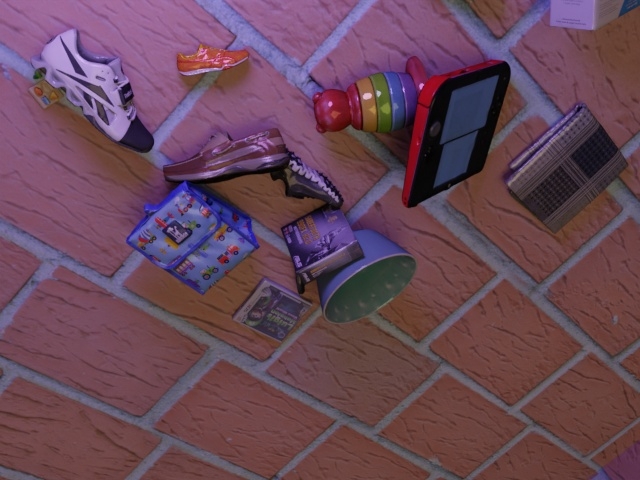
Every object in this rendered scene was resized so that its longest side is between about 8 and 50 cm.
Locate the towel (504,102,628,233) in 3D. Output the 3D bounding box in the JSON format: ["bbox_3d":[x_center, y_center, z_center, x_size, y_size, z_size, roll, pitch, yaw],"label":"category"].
[{"bbox_3d":[0.741,-0.209,1.940,0.324,0.056,0.312,-46,124,12],"label":"towel"}]

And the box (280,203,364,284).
[{"bbox_3d":[0.000,0.000,1.760,0.183,0.231,0.056,-28,125,4],"label":"box"}]

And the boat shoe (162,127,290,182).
[{"bbox_3d":[-0.244,-0.218,1.647,0.324,0.122,0.119,-10,91,1],"label":"boat shoe"}]

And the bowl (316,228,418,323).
[{"bbox_3d":[0.107,0.084,1.844,0.312,0.163,0.311,-24,150,-15],"label":"bowl"}]

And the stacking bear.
[{"bbox_3d":[0.124,-0.348,1.631,0.289,0.164,0.175,-10,123,-3],"label":"stacking bear"}]

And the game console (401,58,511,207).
[{"bbox_3d":[0.359,-0.283,1.665,0.387,0.060,0.341,-26,131,-41],"label":"game console"}]

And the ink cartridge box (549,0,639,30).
[{"bbox_3d":[0.666,-0.690,1.523,0.223,0.129,0.307,-31,128,-27],"label":"ink cartridge box"}]

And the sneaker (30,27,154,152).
[{"bbox_3d":[-0.491,-0.345,1.488,0.146,0.122,0.330,-38,123,12],"label":"sneaker"}]

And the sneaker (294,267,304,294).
[{"bbox_3d":[-0.033,0.085,1.911,0.089,0.051,0.170,-8,119,-4],"label":"sneaker"}]

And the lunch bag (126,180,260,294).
[{"bbox_3d":[-0.346,-0.023,1.683,0.221,0.138,0.293,-40,132,14],"label":"lunch bag"}]

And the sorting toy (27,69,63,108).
[{"bbox_3d":[-0.656,-0.357,1.504,0.062,0.012,0.083,-29,124,4],"label":"sorting toy"}]

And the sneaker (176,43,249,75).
[{"bbox_3d":[-0.257,-0.439,1.528,0.175,0.064,0.067,-12,113,-10],"label":"sneaker"}]

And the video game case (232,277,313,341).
[{"bbox_3d":[-0.148,0.219,1.982,0.190,0.022,0.173,30,110,-28],"label":"video game case"}]

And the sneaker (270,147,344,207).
[{"bbox_3d":[-0.043,-0.149,1.754,0.234,0.078,0.106,36,110,-26],"label":"sneaker"}]
